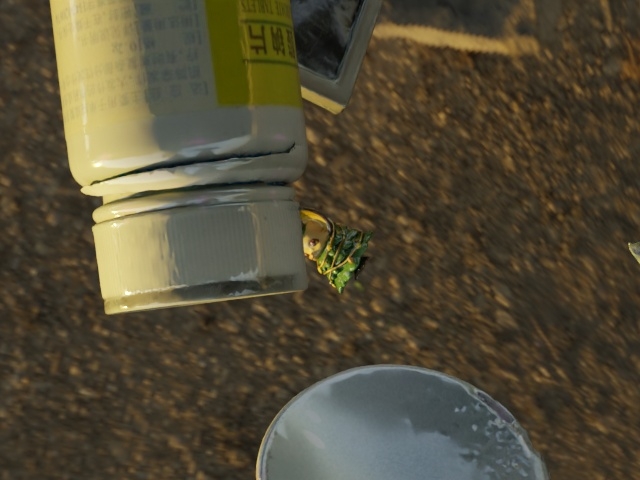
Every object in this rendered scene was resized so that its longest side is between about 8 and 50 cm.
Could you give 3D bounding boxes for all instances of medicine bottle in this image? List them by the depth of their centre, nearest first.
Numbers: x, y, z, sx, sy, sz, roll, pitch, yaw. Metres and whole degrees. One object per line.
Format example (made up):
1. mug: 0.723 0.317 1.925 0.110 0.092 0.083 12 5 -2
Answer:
1. medicine bottle: -0.083 -0.090 0.920 0.143 0.143 0.258 -6 88 18

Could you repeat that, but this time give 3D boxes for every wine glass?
1. wine glass: 0.025 0.169 0.726 0.165 0.196 0.165 2 46 -3

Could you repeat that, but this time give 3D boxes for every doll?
1. doll: 0.008 -0.004 1.736 0.113 0.078 0.077 42 52 13

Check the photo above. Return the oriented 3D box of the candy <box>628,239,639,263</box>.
1. candy: 0.217 0.031 0.836 0.088 0.136 0.038 -13 42 12

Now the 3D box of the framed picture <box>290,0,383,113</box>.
1. framed picture: -0.088 -0.273 1.324 0.324 0.020 0.240 26 66 -12
